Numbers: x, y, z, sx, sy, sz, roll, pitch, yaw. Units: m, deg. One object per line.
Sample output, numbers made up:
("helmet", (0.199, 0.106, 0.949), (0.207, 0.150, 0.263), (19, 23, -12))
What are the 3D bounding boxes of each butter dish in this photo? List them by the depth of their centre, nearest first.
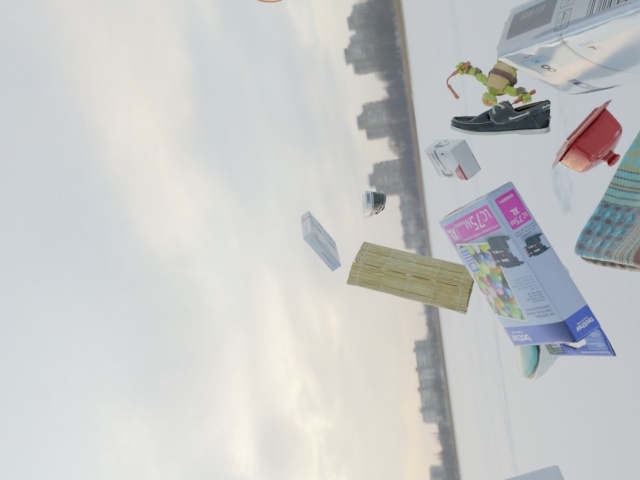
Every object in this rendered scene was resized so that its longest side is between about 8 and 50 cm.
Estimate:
("butter dish", (0.633, -0.216, 1.377), (0.118, 0.160, 0.160), (42, 175, 15))

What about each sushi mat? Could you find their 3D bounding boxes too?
("sushi mat", (0.233, 0.091, 1.537), (0.019, 0.317, 0.151), (79, -150, -49))

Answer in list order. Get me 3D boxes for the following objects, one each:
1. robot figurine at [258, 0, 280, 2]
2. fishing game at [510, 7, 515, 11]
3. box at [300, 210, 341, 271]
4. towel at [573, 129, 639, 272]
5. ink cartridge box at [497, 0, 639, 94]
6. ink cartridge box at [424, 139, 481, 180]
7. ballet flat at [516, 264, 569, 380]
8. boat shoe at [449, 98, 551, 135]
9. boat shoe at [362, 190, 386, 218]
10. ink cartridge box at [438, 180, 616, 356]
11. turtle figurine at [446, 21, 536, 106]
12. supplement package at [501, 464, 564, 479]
("robot figurine", (-0.078, -0.447, 0.942), (0.219, 0.158, 0.128), (-130, 34, -76))
("fishing game", (0.468, -0.373, 1.010), (0.189, 0.264, 0.041), (19, -95, -52))
("box", (0.000, 0.000, 1.852), (0.145, 0.038, 0.186), (49, -170, -20))
("towel", (0.351, -0.136, 0.459), (0.370, 0.040, 0.271), (-62, 5, 1))
("ink cartridge box", (0.483, -0.233, 0.795), (0.091, 0.385, 0.308), (-70, 19, -3))
("ink cartridge box", (0.355, -0.219, 1.621), (0.099, 0.056, 0.135), (55, 168, -19))
("ballet flat", (0.572, 0.214, 1.511), (0.139, 0.139, 0.400), (-84, -16, -51))
("boat shoe", (0.412, -0.284, 1.374), (0.084, 0.233, 0.079), (-92, -1, -65))
("boat shoe", (0.166, -0.110, 1.843), (0.219, 0.070, 0.077), (71, -163, -88))
("ink cartridge box", (0.329, 0.069, 0.983), (0.311, 0.065, 0.186), (57, 164, 3))
("turtle figurine", (0.465, -0.411, 1.477), (0.087, 0.269, 0.217), (8, -68, -56))
("supplement package", (0.295, 0.534, 1.024), (0.262, 0.198, 0.199), (-54, 45, 49))
